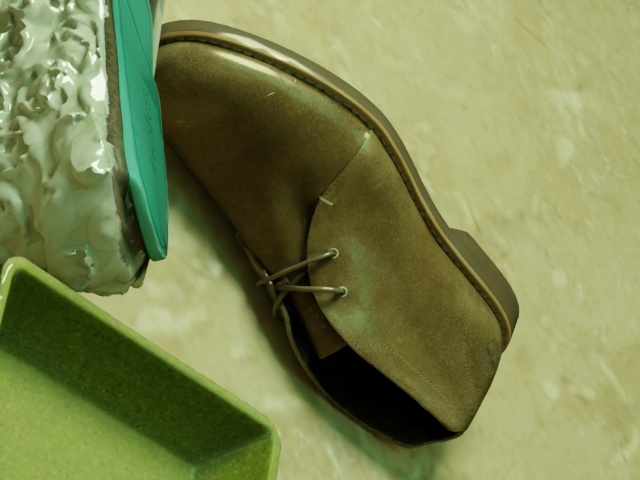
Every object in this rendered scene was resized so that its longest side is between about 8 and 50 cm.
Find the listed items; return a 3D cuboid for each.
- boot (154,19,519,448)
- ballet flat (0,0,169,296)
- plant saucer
[{"bbox_3d":[0.000,0.000,1.061,0.305,0.112,0.115,44,45,-23],"label":"boot"},{"bbox_3d":[-0.145,-0.144,0.957,0.147,0.147,0.409,33,39,-33],"label":"ballet flat"},{"bbox_3d":[-0.105,0.132,0.825,0.188,0.045,0.188,38,48,-38],"label":"plant saucer"}]
